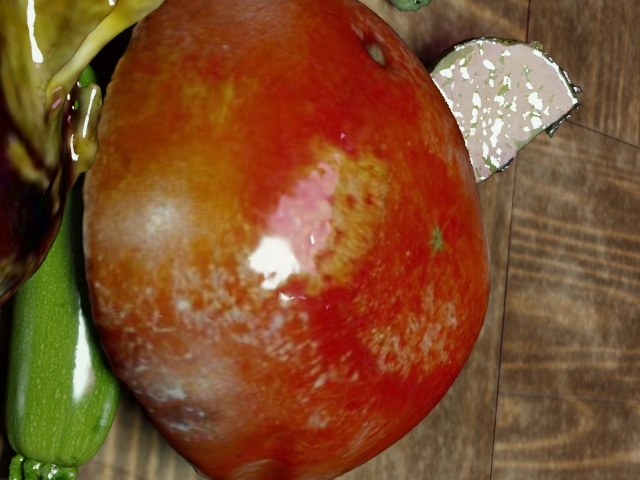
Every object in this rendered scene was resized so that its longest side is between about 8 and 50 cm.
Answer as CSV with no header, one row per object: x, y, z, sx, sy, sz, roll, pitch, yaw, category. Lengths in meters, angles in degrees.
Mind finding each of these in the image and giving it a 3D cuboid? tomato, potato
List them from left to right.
0.011,-0.005,0.744,0.338,0.143,0.339,11,77,-59,tomato
0.100,-0.088,0.951,0.172,0.089,0.101,-42,102,-3,potato

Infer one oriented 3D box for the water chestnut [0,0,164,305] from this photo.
-0.175,-0.110,0.454,0.335,0.346,0.335,169,-90,-89,water chestnut

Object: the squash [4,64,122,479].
-0.139,0.019,0.685,0.069,0.069,0.258,0,90,-47,squash

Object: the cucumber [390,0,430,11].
0.103,-0.287,0.952,0.067,0.067,0.245,47,56,-37,cucumber
